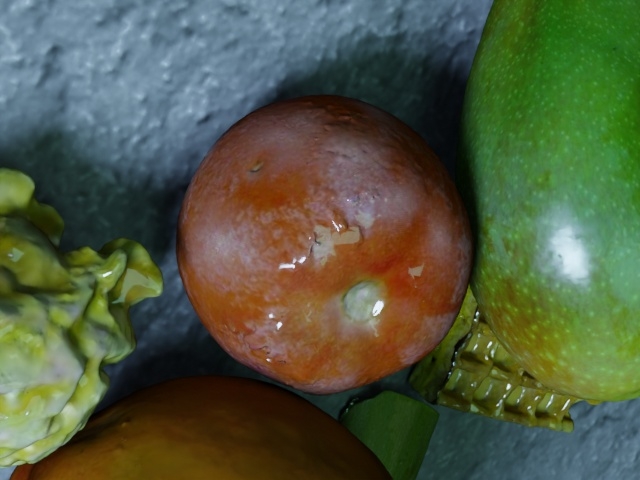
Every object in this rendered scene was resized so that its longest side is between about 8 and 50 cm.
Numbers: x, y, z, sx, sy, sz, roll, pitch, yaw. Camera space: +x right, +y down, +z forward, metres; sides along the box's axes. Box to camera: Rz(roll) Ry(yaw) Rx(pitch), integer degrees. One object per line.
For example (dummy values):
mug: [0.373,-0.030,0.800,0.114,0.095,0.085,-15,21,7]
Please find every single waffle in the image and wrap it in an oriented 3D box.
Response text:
waffle: [0.198,0.084,1.128,0.211,0.055,0.160,15,102,-31]

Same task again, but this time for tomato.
tomato: [0.000,0.000,0.903,0.208,0.184,0.208,-10,122,-16]

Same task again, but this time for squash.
squash: [0.031,0.228,1.088,0.090,0.075,0.200,44,65,-53]

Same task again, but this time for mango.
mango: [0.202,-0.068,0.956,0.225,0.201,0.382,-1,87,-47]

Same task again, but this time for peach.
peach: [-0.093,0.253,0.881,0.301,0.343,0.343,34,92,-6]

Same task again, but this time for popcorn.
popcorn: [-0.206,0.051,0.811,0.167,0.185,0.187,42,64,-71]
